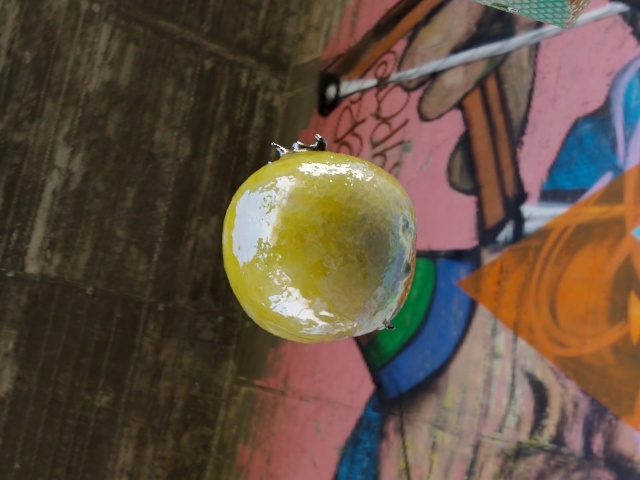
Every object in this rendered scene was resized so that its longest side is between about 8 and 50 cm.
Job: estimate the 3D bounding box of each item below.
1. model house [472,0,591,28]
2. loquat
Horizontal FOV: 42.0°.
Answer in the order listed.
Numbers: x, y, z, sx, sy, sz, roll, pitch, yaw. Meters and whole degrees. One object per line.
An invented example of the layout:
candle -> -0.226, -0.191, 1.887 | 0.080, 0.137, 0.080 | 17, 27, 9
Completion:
model house -> 0.126, -0.239, 0.506 | 0.271, 0.178, 0.206 | -17, -99, 10
loquat -> 0.000, 0.000, 0.960 | 0.244, 0.244, 0.243 | 2, -93, -33
